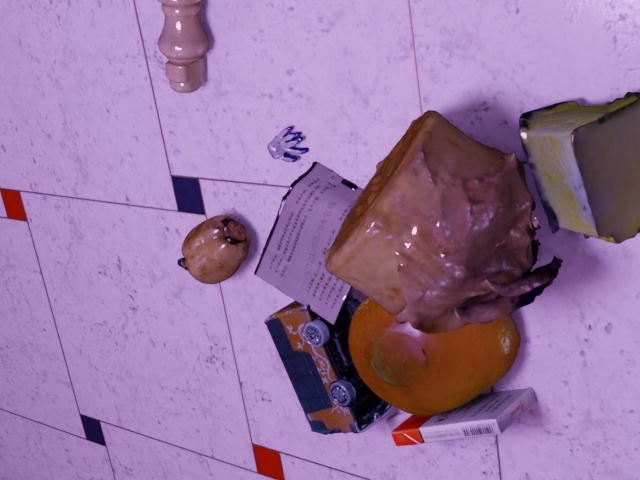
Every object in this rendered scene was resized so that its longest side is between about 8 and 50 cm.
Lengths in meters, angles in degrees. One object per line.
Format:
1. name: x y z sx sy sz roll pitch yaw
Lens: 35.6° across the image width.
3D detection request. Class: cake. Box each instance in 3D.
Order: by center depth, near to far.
1. cake: 0.213 -0.001 1.582 0.321 0.332 0.332 34 133 -4

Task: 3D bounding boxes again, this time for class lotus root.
1. lotus root: -0.226 0.024 2.083 0.221 0.118 0.125 -37 54 47

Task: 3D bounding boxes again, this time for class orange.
1. orange: 0.192 0.187 1.787 0.334 0.196 0.262 -34 101 32

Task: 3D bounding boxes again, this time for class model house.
1. model house: 0.402 -0.112 1.497 0.194 0.170 0.211 66 163 -17

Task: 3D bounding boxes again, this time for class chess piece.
1. chess piece: -0.266 -0.468 1.865 0.117 0.117 0.397 21 126 31

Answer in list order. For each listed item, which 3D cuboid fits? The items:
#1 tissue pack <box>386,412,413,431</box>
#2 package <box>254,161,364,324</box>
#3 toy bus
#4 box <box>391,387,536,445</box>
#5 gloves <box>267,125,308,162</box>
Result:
1. tissue pack: 0.183 0.366 1.981 0.108 0.023 0.056 -25 95 44
2. package: 0.000 0.000 1.852 0.204 0.062 0.251 31 98 26
3. toy bus: 0.018 0.241 1.975 0.167 0.138 0.275 -18 98 45
4. box: 0.259 0.322 1.816 0.245 0.139 0.035 -19 96 42
5. gloves: -0.061 -0.180 1.901 0.086 0.026 0.064 -29 94 40
